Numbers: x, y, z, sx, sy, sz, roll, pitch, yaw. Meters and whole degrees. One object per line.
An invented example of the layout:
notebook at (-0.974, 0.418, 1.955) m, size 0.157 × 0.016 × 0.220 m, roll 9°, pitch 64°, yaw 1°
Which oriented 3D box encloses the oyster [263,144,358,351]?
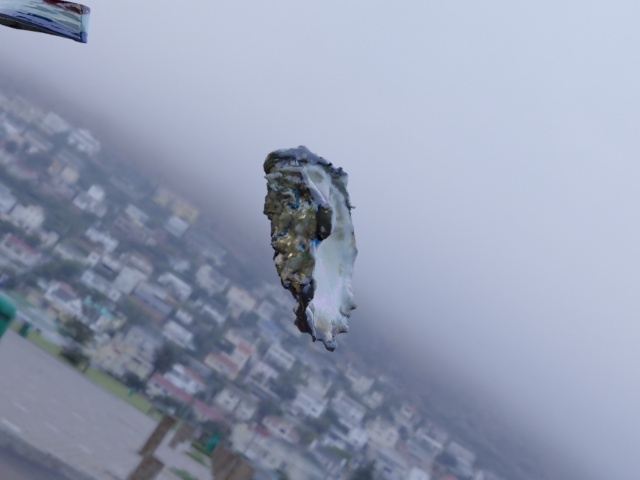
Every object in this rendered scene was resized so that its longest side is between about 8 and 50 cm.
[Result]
oyster at (-0.008, 0.002, 1.273) m, size 0.092 × 0.198 × 0.260 m, roll 0°, pitch -54°, yaw 17°

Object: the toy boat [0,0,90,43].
toy boat at (-0.338, -0.270, 1.222) m, size 0.080 × 0.046 × 0.228 m, roll 18°, pitch 1°, yaw -44°
